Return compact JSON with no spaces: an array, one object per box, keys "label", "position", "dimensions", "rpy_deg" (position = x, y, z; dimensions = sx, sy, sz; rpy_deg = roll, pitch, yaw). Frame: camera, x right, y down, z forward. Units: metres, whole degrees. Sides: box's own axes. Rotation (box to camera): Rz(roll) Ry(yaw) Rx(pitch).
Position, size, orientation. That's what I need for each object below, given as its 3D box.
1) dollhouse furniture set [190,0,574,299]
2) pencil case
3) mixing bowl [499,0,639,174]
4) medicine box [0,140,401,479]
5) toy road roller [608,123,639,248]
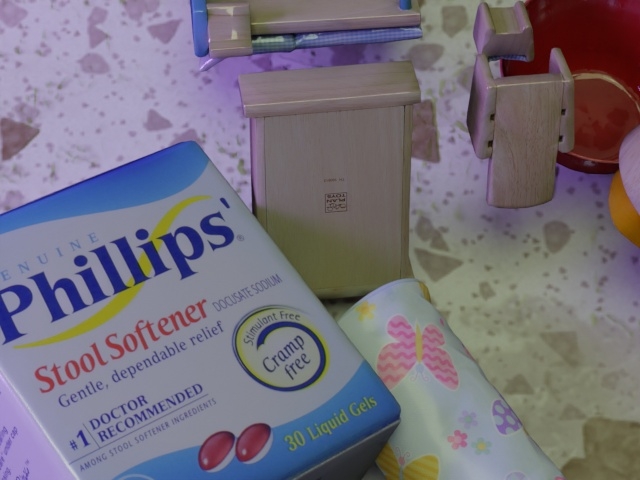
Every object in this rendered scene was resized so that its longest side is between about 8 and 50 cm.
[{"label":"dollhouse furniture set","position":[0.038,-0.127,1.634],"dimensions":[0.286,0.198,0.303],"rpy_deg":[-5,39,-6]},{"label":"pencil case","position":[0.107,0.159,1.509],"dimensions":[0.124,0.113,0.273],"rpy_deg":[-25,68,-33]},{"label":"mixing bowl","position":[0.237,-0.125,1.651],"dimensions":[0.181,0.098,0.181],"rpy_deg":[1,65,-2]},{"label":"medicine box","position":[-0.137,0.107,1.460],"dimensions":[0.263,0.149,0.289],"rpy_deg":[-25,68,-35]},{"label":"toy road roller","position":[0.410,-0.062,1.546],"dimensions":[0.329,0.202,0.240],"rpy_deg":[32,47,-18]}]
